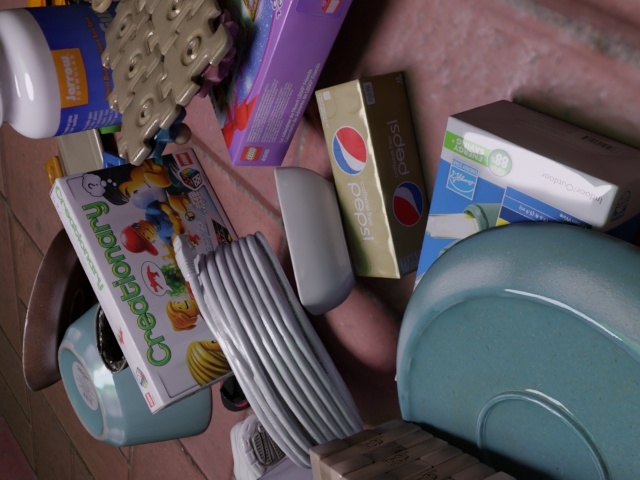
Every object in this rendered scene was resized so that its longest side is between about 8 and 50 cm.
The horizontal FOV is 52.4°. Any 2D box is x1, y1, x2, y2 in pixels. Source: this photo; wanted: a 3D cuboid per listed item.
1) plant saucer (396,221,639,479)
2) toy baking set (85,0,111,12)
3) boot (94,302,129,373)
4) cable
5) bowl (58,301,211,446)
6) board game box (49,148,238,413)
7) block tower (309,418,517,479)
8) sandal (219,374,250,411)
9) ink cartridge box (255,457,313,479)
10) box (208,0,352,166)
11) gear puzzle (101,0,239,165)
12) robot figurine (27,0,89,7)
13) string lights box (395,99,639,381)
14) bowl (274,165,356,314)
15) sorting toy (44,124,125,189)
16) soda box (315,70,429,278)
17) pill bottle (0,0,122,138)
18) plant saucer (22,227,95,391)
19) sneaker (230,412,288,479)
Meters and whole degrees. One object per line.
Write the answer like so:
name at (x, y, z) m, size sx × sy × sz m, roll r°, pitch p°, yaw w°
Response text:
plant saucer at (0.159, 0.145, 0.448) m, size 0.318 × 0.044 × 0.317 m, roll 27°, pitch 126°, yaw 45°
toy baking set at (-0.221, -0.376, 0.739) m, size 0.197 × 0.030 × 0.256 m, roll -17°, pitch 65°, yaw 38°
boot at (-0.236, 0.132, 0.927) m, size 0.076 × 0.208 × 0.189 m, roll -6°, pitch 108°, yaw 9°
cable at (-0.043, 0.114, 0.701) m, size 0.257 × 0.089 × 0.257 m, roll 58°, pitch 175°, yaw 30°
bowl at (-0.343, 0.233, 1.139) m, size 0.312 × 0.163 × 0.311 m, roll 25°, pitch 126°, yaw 41°
board game box at (-0.189, 0.039, 0.834) m, size 0.053 × 0.193 × 0.305 m, roll -40°, pitch 76°, yaw 50°
block tower at (0.105, 0.206, 0.392) m, size 0.335 × 0.091 × 0.097 m, roll 5°, pitch 105°, yaw 61°
sandal at (-0.116, 0.211, 0.949) m, size 0.179 × 0.040 × 0.067 m, roll -40°, pitch 75°, yaw 51°
ink cartridge box at (0.104, 0.415, 0.696) m, size 0.270 × 0.151 × 0.395 m, roll -26°, pitch 87°, yaw 52°
box at (-0.046, -0.239, 0.599) m, size 0.293 × 0.057 × 0.201 m, roll -60°, pitch 42°, yaw 46°
gear puzzle at (-0.168, -0.229, 0.691) m, size 0.175 × 0.044 × 0.339 m, roll -45°, pitch 47°, yaw 25°
robot figurine at (-0.365, -0.368, 0.946) m, size 0.211 × 0.085 × 0.291 m, roll 44°, pitch 137°, yaw 28°
string lights box at (0.150, 0.038, 0.515) m, size 0.133 × 0.077 × 0.259 m, roll 33°, pitch 131°, yaw 37°
bowl at (0.000, 0.000, 0.652) m, size 0.142 × 0.053 × 0.142 m, roll 66°, pitch -167°, yaw -77°
sorting toy at (-0.401, -0.144, 1.130) m, size 0.348 × 0.047 × 0.196 m, roll 3°, pitch 104°, yaw 50°
soda box at (0.053, -0.058, 0.604) m, size 0.061 × 0.058 × 0.181 m, roll 0°, pitch 106°, yaw 50°
pill bottle at (-0.309, -0.209, 0.798) m, size 0.152 × 0.272 × 0.152 m, roll 25°, pitch 125°, yaw 42°
plant saucer at (-0.481, 0.130, 1.229) m, size 0.310 × 0.050 × 0.310 m, roll -172°, pitch 90°, yaw -84°
sneaker at (-0.070, 0.362, 0.943) m, size 0.115 × 0.090 × 0.232 m, roll -30°, pitch 74°, yaw 59°
